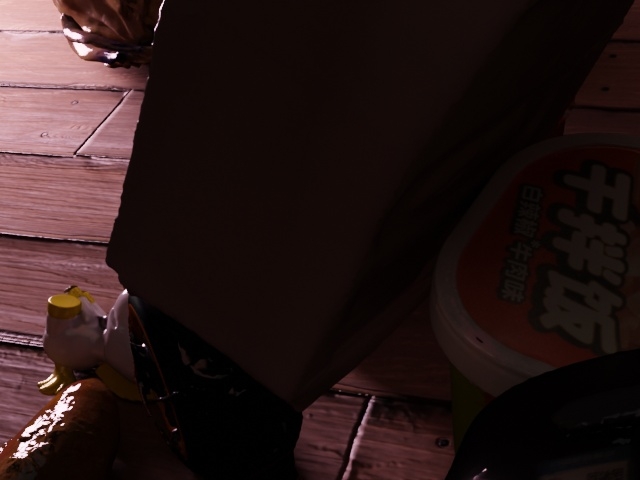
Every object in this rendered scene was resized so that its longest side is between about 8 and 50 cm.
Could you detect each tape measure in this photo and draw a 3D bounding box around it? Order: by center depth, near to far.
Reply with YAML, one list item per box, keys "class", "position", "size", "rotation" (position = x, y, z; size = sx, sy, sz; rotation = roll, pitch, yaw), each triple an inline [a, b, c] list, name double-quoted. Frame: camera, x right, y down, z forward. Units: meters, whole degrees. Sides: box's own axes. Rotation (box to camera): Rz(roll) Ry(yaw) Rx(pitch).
- class: "tape measure"
  position: [-0.105, 0.123, 0.947]
  size: [0.135, 0.202, 0.223]
  rotation: [-22, 44, -19]

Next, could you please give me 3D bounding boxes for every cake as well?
- class: "cake"
  position: [-0.281, -0.413, 1.659]
  size: [0.332, 0.332, 0.321]
  rotation: [-13, 75, -2]

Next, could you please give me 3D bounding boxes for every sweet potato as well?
- class: "sweet potato"
  position: [-0.276, 0.265, 0.890]
  size: [0.109, 0.109, 0.385]
  rotation: [5, 41, 20]

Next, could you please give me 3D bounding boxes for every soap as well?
- class: "soap"
  position: [0.053, -0.118, 0.769]
  size: [0.213, 0.435, 0.350]
  rotation: [42, 51, 16]

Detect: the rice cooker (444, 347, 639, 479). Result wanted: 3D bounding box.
- class: "rice cooker"
  position: [0.173, 0.197, 0.482]
  size: [0.267, 0.267, 0.224]
  rotation: [1, 34, 15]

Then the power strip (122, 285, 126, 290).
- class: "power strip"
  position: [-0.166, 0.005, 1.247]
  size: [0.092, 0.034, 0.268]
  rotation: [4, 40, 18]

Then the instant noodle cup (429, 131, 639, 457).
- class: "instant noodle cup"
  position: [0.222, 0.125, 0.756]
  size: [0.294, 0.308, 0.294]
  rotation: [-2, 43, 2]

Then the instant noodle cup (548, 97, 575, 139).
- class: "instant noodle cup"
  position: [0.164, -0.083, 1.149]
  size: [0.250, 0.192, 0.250]
  rotation: [-7, 38, 5]

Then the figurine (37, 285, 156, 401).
- class: "figurine"
  position: [-0.217, 0.112, 1.093]
  size: [0.178, 0.109, 0.129]
  rotation: [-1, 65, 13]
